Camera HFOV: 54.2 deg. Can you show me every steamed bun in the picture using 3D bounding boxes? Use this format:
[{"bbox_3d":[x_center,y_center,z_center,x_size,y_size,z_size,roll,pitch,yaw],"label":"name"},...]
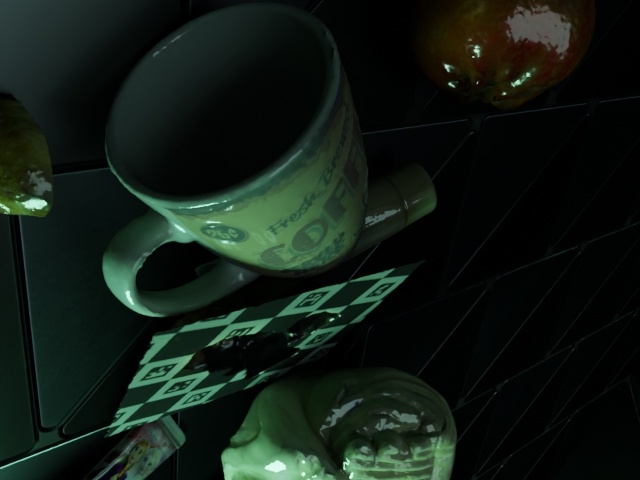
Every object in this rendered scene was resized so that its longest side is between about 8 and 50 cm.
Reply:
[{"bbox_3d":[0.006,0.341,0.949,0.340,0.247,0.351,3,111,-25],"label":"steamed bun"}]

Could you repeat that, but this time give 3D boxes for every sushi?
[{"bbox_3d":[-0.089,0.110,0.776,0.340,0.068,0.320,-13,154,-34],"label":"sushi"}]

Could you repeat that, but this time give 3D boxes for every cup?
[{"bbox_3d":[-0.073,-0.037,0.631,0.301,0.227,0.257,-52,145,-14],"label":"cup"}]

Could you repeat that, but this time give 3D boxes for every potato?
[{"bbox_3d":[-0.271,-0.065,0.524,0.067,0.103,0.096,-9,121,-42],"label":"potato"}]

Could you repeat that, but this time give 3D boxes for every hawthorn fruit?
[{"bbox_3d":[0.221,-0.296,0.754,0.224,0.224,0.260,7,96,-45],"label":"hawthorn fruit"}]

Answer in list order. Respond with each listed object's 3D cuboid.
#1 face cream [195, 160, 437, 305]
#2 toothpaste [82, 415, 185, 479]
[{"bbox_3d":[0.000,0.000,0.844,0.341,0.084,0.137,-29,142,-17],"label":"face cream"},{"bbox_3d":[-0.292,0.326,0.805,0.266,0.061,0.096,-40,136,-25],"label":"toothpaste"}]
